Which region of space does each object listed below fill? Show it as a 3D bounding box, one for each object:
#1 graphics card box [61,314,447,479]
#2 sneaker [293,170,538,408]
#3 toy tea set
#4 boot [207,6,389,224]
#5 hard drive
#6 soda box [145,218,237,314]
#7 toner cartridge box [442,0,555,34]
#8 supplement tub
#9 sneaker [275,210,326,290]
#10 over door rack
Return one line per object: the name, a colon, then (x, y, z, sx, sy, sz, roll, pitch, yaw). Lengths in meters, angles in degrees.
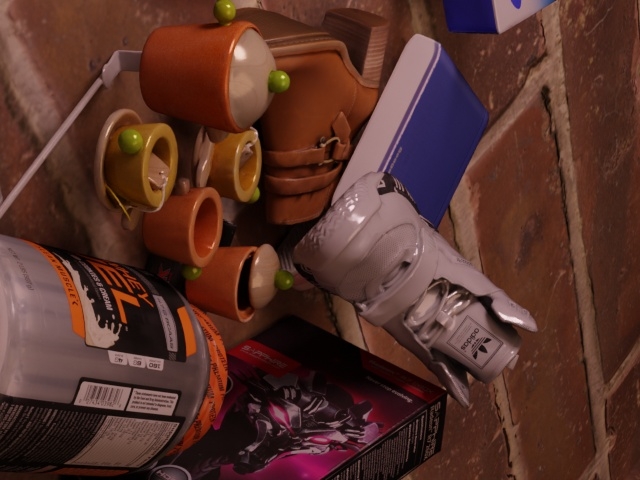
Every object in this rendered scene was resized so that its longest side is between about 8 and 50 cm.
graphics card box: (-0.062, 0.218, 1.449, 0.371, 0.232, 0.094, -27, 132, -43)
sneaker: (0.111, 0.055, 1.425, 0.137, 0.210, 0.366, -49, 162, 4)
toy tea set: (-0.078, -0.052, 1.229, 0.336, 0.124, 0.200, 64, 37, -60)
boot: (-0.040, -0.123, 1.405, 0.283, 0.109, 0.220, -22, 131, -58)
hard drive: (0.114, -0.098, 1.605, 0.210, 0.040, 0.318, -64, 162, 0)
soda box: (-0.146, 0.051, 1.389, 0.060, 0.053, 0.169, 11, 101, -57)
toner cartridge box: (0.183, -0.414, 1.475, 0.165, 0.075, 0.348, -34, 121, -38)
supplement tub: (-0.230, 0.104, 1.175, 0.316, 0.193, 0.194, 19, 94, -58)
sneaker: (0.000, 0.000, 1.570, 0.134, 0.051, 0.070, -52, 146, -15)
over door rack: (-0.245, -0.171, 1.080, 0.324, 0.108, 0.240, -51, 147, -47)
